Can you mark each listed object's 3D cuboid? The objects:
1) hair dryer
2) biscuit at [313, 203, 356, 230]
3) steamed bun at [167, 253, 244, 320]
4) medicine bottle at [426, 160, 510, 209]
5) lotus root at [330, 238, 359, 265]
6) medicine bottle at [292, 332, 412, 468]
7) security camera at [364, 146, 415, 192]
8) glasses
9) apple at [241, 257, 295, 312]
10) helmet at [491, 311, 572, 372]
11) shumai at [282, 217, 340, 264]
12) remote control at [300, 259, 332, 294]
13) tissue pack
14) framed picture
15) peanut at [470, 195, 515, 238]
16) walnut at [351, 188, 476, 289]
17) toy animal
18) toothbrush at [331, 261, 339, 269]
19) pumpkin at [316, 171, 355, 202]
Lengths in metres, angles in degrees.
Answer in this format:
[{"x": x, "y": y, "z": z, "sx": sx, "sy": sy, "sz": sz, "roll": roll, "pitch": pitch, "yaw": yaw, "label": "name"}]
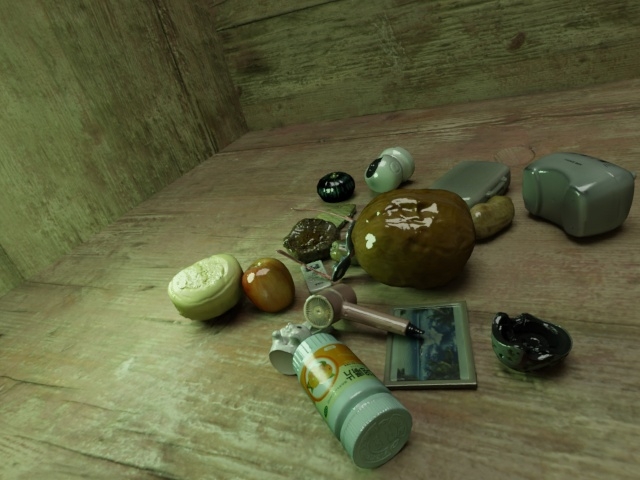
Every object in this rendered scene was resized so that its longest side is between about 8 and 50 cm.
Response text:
[{"x": 0.141, "y": 0.223, "z": 1.256, "sx": 0.344, "sy": 0.106, "sz": 0.189, "roll": 14, "pitch": 11, "yaw": 26, "label": "hair dryer"}, {"x": 0.043, "y": -0.090, "z": 1.945, "sx": 0.187, "sy": 0.036, "sz": 0.273, "roll": 5, "pitch": 35, "yaw": 33, "label": "biscuit"}, {"x": -0.375, "y": 0.181, "z": 1.496, "sx": 0.273, "sy": 0.232, "sz": 0.166, "roll": -27, "pitch": 58, "yaw": -20, "label": "steamed bun"}, {"x": 0.618, "y": -0.217, "z": 1.794, "sx": 0.282, "sy": 0.123, "sz": 0.375, "roll": 14, "pitch": 40, "yaw": 44, "label": "medicine bottle"}, {"x": 0.133, "y": 0.043, "z": 1.599, "sx": 0.192, "sy": 0.088, "sz": 0.113, "roll": 3, "pitch": 40, "yaw": 3, "label": "lotus root"}, {"x": 0.058, "y": 0.359, "z": 1.014, "sx": 0.158, "sy": 0.158, "sz": 0.318, "roll": -26, "pitch": 30, "yaw": -19, "label": "medicine bottle"}, {"x": 0.326, "y": -0.329, "z": 2.083, "sx": 0.195, "sy": 0.194, "sz": 0.236, "roll": 15, "pitch": 46, "yaw": 43, "label": "security camera"}, {"x": 0.000, "y": 0.000, "z": 1.532, "sx": 0.268, "sy": 0.234, "sz": 0.118, "roll": 23, "pitch": 12, "yaw": 22, "label": "glasses"}, {"x": -0.175, "y": 0.155, "z": 1.482, "sx": 0.199, "sy": 0.199, "sz": 0.199, "roll": -12, "pitch": 29, "yaw": 7, "label": "apple"}, {"x": 0.498, "y": 0.259, "z": 1.034, "sx": 0.177, "sy": 0.107, "sz": 0.153, "roll": 5, "pitch": 27, "yaw": -1, "label": "helmet"}, {"x": -0.045, "y": 0.009, "z": 1.728, "sx": 0.218, "sy": 0.184, "sz": 0.185, "roll": -40, "pitch": 0, "yaw": -18, "label": "shumai"}, {"x": -0.015, "y": 0.136, "z": 1.579, "sx": 0.088, "sy": 0.029, "sz": 0.190, "roll": -18, "pitch": 29, "yaw": -4, "label": "remote control"}, {"x": 0.885, "y": -0.170, "z": 1.465, "sx": 0.236, "sy": 0.229, "sz": 0.333, "roll": -19, "pitch": 29, "yaw": -5, "label": "tissue pack"}, {"x": 0.297, "y": 0.280, "z": 1.175, "sx": 0.232, "sy": 0.024, "sz": 0.315, "roll": -8, "pitch": 28, "yaw": 17, "label": "framed picture"}, {"x": 0.626, "y": -0.094, "z": 1.573, "sx": 0.253, "sy": 0.122, "sz": 0.137, "roll": -25, "pitch": 36, "yaw": -21, "label": "peanut"}, {"x": 0.299, "y": -0.015, "z": 1.394, "sx": 0.398, "sy": 0.307, "sz": 0.354, "roll": -2, "pitch": 27, "yaw": 8, "label": "walnut"}, {"x": -0.057, "y": 0.275, "z": 1.261, "sx": 0.104, "sy": 0.130, "sz": 0.221, "roll": -13, "pitch": 22, "yaw": 36, "label": "toy animal"}, {"x": 0.157, "y": 0.026, "z": 1.696, "sx": 0.031, "sy": 0.023, "sz": 0.321, "roll": 20, "pitch": 44, "yaw": 43, "label": "toothbrush"}, {"x": 0.077, "y": -0.273, "z": 2.146, "sx": 0.202, "sy": 0.140, "sz": 0.202, "roll": -11, "pitch": 32, "yaw": 7, "label": "pumpkin"}]
